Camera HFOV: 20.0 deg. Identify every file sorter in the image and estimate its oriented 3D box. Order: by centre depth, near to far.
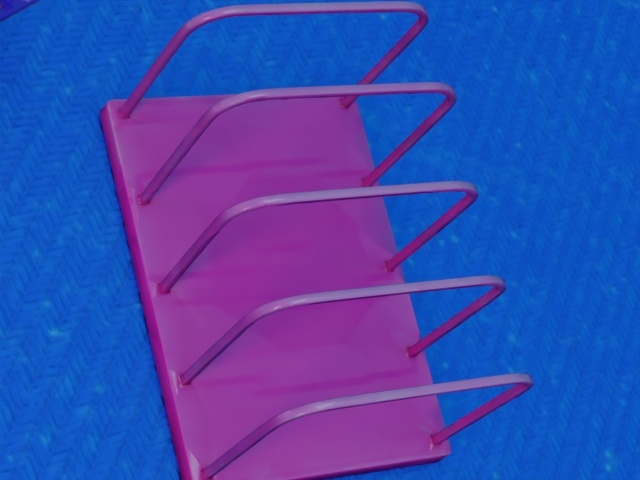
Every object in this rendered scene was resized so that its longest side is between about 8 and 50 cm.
[{"bbox_3d":[0.000,0.000,1.230,0.202,0.182,0.290,-5,70,-28],"label":"file sorter"}]

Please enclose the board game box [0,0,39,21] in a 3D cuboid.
[{"bbox_3d":[-0.343,-0.264,1.162,0.233,0.078,0.347,-26,78,11],"label":"board game box"}]
